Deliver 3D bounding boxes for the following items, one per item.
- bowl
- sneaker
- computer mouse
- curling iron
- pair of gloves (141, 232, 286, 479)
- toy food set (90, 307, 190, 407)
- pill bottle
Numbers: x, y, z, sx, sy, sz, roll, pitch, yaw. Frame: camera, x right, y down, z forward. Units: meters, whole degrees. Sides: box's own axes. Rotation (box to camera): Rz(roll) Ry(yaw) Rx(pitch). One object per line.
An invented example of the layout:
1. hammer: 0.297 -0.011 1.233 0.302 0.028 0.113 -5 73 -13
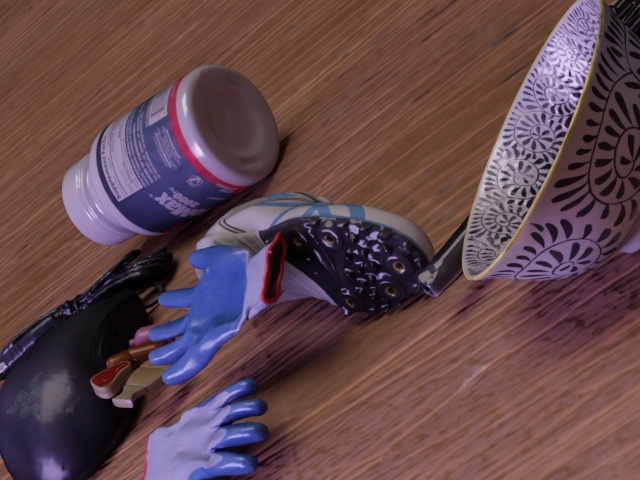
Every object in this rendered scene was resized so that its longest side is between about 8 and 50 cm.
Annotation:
1. bowl: 0.148 -0.042 1.009 0.170 0.080 0.170 -158 90 -84
2. sneaker: 0.000 0.000 1.243 0.086 0.085 0.237 -44 22 -27
3. computer mouse: -0.204 0.099 1.448 0.188 0.072 0.272 -39 21 14
4. curling iron: 0.151 -0.066 1.147 0.274 0.035 0.068 -51 17 -18
5. pair of gloves: -0.075 0.089 1.202 0.159 0.023 0.198 -28 49 54
6. toy food set: -0.121 0.085 1.355 0.078 0.019 0.122 7 36 43
7. pill bottle: -0.131 -0.065 1.570 0.180 0.108 0.108 -28 27 38
